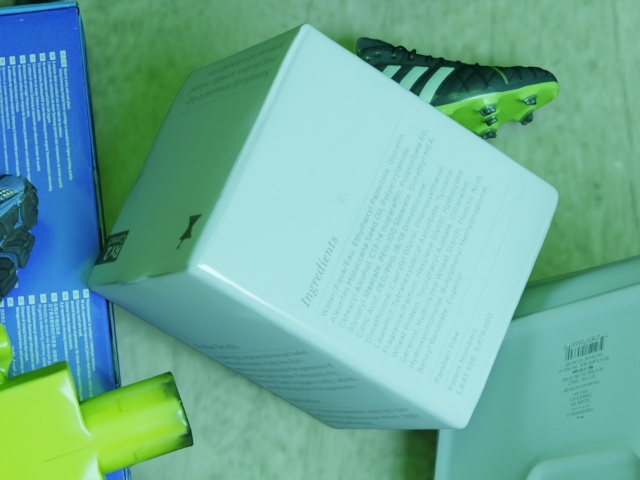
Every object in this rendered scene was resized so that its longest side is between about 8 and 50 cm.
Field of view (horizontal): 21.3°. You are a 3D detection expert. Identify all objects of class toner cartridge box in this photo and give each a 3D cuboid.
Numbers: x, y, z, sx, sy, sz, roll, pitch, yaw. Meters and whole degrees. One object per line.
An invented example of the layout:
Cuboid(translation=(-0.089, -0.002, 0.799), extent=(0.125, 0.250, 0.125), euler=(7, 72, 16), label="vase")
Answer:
Cuboid(translation=(-0.204, 0.038, 1.000), extent=(0.165, 0.075, 0.347), euler=(-6, 72, -6), label="toner cartridge box")

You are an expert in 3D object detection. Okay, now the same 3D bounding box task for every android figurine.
Cuboid(translation=(-0.187, 0.168, 0.883), extent=(0.273, 0.056, 0.248), euler=(-20, 96, -6), label="android figurine")

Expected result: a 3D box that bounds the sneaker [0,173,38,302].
Cuboid(translation=(-0.253, 0.022, 0.923), extent=(0.221, 0.083, 0.087), euler=(-32, 70, -13), label="sneaker")

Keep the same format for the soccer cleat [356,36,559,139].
Cuboid(translation=(0.059, -0.096, 1.065), extent=(0.179, 0.060, 0.072), euler=(-10, 71, -3), label="soccer cleat")

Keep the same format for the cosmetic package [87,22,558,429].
Cuboid(translation=(0.000, 0.000, 0.949), extent=(0.184, 0.151, 0.151), euler=(32, 71, -22), label="cosmetic package")

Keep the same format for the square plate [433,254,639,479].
Cuboid(translation=(0.143, 0.157, 0.847), extent=(0.049, 0.347, 0.344), euler=(17, 69, -28), label="square plate")
